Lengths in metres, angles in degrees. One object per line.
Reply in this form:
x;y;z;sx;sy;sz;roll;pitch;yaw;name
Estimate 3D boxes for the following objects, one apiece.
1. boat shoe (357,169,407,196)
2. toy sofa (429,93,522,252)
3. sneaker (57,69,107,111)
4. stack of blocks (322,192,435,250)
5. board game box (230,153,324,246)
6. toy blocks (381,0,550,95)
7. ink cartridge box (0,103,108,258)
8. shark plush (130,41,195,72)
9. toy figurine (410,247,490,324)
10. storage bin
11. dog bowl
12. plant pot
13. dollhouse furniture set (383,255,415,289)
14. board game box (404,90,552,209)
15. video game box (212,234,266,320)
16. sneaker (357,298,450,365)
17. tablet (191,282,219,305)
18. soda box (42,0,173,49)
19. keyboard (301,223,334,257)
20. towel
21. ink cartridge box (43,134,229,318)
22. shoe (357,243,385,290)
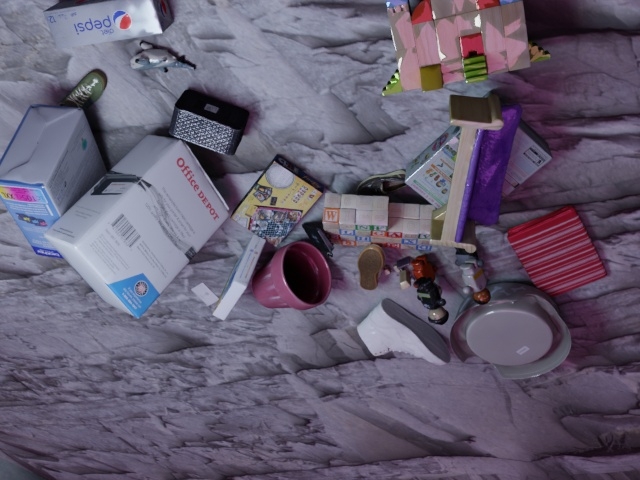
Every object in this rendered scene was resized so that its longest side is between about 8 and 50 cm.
0.168;-0.150;1.861;0.152;0.049;0.056;-20;120;22;boat shoe
0.374;-0.158;1.645;0.177;0.150;0.362;8;125;6;toy sofa
-0.643;-0.368;1.812;0.192;0.086;0.064;-35;114;28;sneaker
0.161;-0.049;1.863;0.297;0.087;0.171;4;160;6;stack of blocks
-0.125;-0.108;1.942;0.165;0.042;0.243;34;123;-14;board game box
0.306;-0.498;1.532;0.382;0.190;0.260;-8;112;15;toy blocks
-0.696;-0.129;1.837;0.151;0.269;0.395;7;146;6;ink cartridge box
-0.405;-0.460;1.749;0.161;0.073;0.067;-4;148;-13;shark plush
0.369;0.119;1.918;0.210;0.213;0.148;-22;111;9;toy figurine
-0.288;-0.308;1.776;0.180;0.122;0.084;20;126;-6;storage bin
0.565;0.268;2.047;0.349;0.102;0.348;7;132;8;dog bowl
-0.098;0.120;2.021;0.180;0.201;0.201;-23;120;40;plant pot
0.242;0.125;2.009;0.091;0.114;0.081;-25;122;21;dollhouse furniture set
0.401;-0.199;1.761;0.224;0.097;0.303;38;121;-16;board game box
-0.239;0.109;2.004;0.048;0.187;0.205;29;137;-8;video game box
0.256;0.322;2.159;0.292;0.108;0.169;39;124;-6;sneaker
-0.373;0.174;2.207;0.054;0.006;0.083;-29;117;26;tablet
-0.514;-0.543;1.663;0.287;0.091;0.098;-5;123;12;soda box
0.000;0.000;1.923;0.023;0.180;0.108;-33;102;-10;keyboard
0.668;0.037;1.928;0.199;0.031;0.275;-25;120;22;towel
-0.465;-0.044;1.796;0.166;0.395;0.285;15;146;39;ink cartridge box
0.146;0.067;1.973;0.077;0.058;0.219;15;148;7;shoe
